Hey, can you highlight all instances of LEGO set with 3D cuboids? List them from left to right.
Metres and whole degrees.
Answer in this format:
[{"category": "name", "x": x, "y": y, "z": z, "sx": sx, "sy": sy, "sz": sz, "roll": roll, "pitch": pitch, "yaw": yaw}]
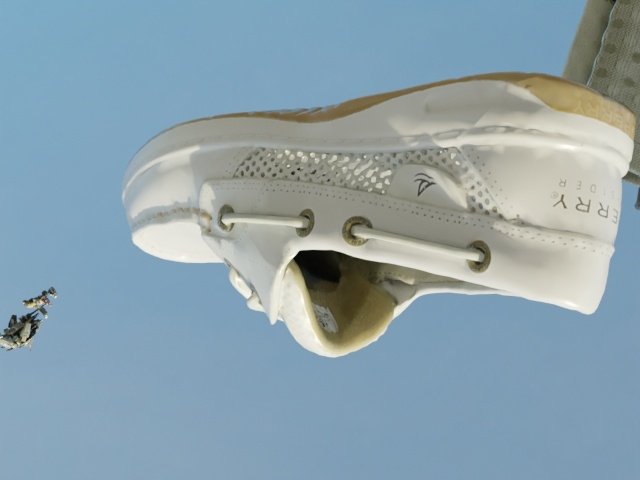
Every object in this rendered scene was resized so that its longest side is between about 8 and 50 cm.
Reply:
[{"category": "LEGO set", "x": -0.221, "y": 0.065, "z": 0.895, "sx": 0.054, "sy": 0.023, "sz": 0.083, "roll": -18, "pitch": -161, "yaw": 34}]

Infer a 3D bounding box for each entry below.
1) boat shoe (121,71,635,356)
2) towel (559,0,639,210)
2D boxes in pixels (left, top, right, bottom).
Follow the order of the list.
[{"category": "boat shoe", "x": 0.000, "y": 0.000, "z": 0.495, "sx": 0.277, "sy": 0.098, "sz": 0.096, "roll": -7, "pitch": -107, "yaw": 50}, {"category": "towel", "x": 0.327, "y": -0.134, "z": 0.756, "sx": 0.312, "sy": 0.056, "sz": 0.324, "roll": 22, "pitch": -104, "yaw": -6}]
